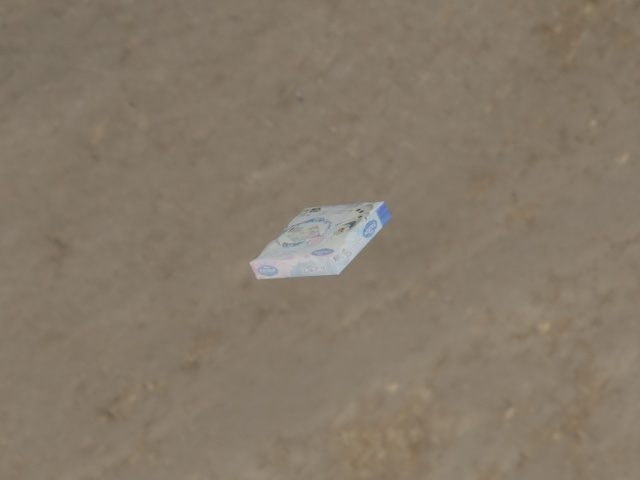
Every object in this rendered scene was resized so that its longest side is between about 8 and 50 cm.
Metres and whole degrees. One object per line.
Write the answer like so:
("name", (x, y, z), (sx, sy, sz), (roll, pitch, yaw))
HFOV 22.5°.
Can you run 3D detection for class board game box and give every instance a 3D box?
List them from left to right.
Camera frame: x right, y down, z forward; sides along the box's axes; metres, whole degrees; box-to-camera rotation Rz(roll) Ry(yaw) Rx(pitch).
("board game box", (0.000, 0.000, 1.364), (0.090, 0.090, 0.020), (-45, 120, -42))
